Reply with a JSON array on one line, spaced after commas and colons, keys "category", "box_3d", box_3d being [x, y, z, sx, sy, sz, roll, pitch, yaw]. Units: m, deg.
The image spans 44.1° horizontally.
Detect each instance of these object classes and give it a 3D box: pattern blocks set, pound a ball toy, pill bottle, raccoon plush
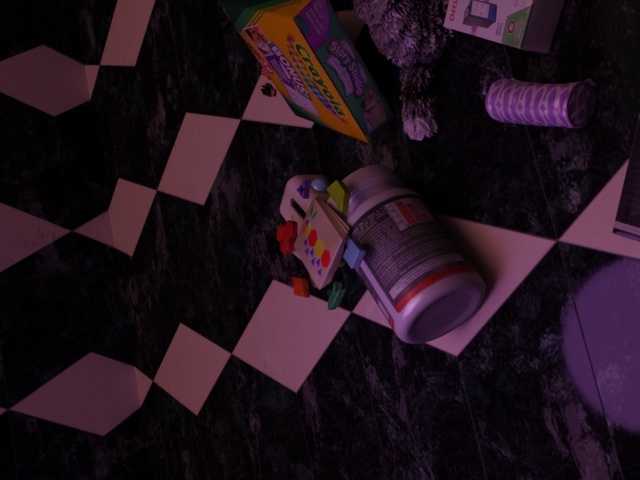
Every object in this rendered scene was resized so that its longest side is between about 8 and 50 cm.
[{"category": "pattern blocks set", "box_3d": [0.000, 0.000, 1.725, 0.285, 0.026, 0.325, -61, 36, 34]}, {"category": "pound a ball toy", "box_3d": [0.007, -0.038, 1.907, 0.319, 0.208, 0.135, 49, 131, 41]}, {"category": "pill bottle", "box_3d": [0.171, 0.020, 1.682, 0.363, 0.210, 0.210, 59, 137, 32]}, {"category": "raccoon plush", "box_3d": [0.134, -0.435, 1.608, 0.216, 0.299, 0.446, -10, 86, 54]}]

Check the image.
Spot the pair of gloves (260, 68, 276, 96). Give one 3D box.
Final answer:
[{"category": "pair of gloves", "box_3d": [-0.146, -0.450, 2.246, 0.074, 0.010, 0.083, 22, 114, 50]}]

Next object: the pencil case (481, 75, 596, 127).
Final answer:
[{"category": "pencil case", "box_3d": [0.399, -0.254, 1.448, 0.206, 0.086, 0.088, 20, 82, 51]}]

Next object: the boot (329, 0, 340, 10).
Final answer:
[{"category": "boot", "box_3d": [-0.042, -0.611, 2.027, 0.213, 0.077, 0.165, -49, 55, 39]}]

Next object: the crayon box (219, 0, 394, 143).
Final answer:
[{"category": "crayon box", "box_3d": [-0.030, -0.415, 1.822, 0.106, 0.363, 0.313, -46, 39, -11]}]

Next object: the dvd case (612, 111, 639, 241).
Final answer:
[{"category": "dvd case", "box_3d": [0.570, -0.095, 1.277, 0.164, 0.018, 0.221, 26, 113, 49]}]

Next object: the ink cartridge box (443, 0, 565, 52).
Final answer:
[{"category": "ink cartridge box", "box_3d": [0.346, -0.454, 1.488, 0.212, 0.093, 0.154, 38, 124, 48]}]
